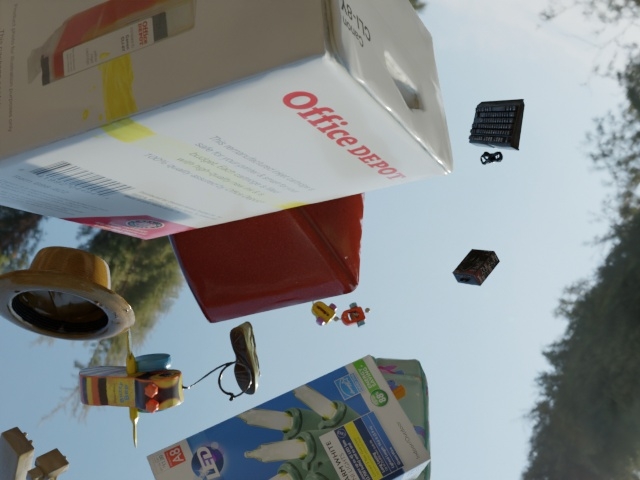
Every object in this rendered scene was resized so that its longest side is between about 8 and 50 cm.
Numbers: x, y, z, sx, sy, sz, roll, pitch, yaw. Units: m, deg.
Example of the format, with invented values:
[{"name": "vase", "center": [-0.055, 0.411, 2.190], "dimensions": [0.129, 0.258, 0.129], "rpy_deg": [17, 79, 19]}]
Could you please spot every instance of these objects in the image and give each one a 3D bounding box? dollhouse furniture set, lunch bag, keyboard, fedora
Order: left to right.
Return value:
[{"name": "dollhouse furniture set", "center": [-0.388, 0.361, 0.994], "dimensions": [0.151, 0.144, 0.123], "rpy_deg": [36, -150, 26]}, {"name": "fedora", "center": [-0.322, 0.062, 0.842], "dimensions": [0.195, 0.194, 0.079], "rpy_deg": [12, -122, -13]}, {"name": "lunch bag", "center": [0.098, 0.337, 1.010], "dimensions": [0.108, 0.224, 0.279], "rpy_deg": [7, -138, 1]}, {"name": "keyboard", "center": [0.284, -0.176, 1.092], "dimensions": [0.023, 0.108, 0.180], "rpy_deg": [4, -170, -8]}]

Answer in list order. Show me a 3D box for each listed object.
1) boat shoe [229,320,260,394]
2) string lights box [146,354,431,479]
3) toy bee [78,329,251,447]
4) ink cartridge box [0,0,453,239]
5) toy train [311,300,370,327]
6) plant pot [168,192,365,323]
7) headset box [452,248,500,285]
[{"name": "boat shoe", "center": [-0.150, 0.245, 1.380], "dimensions": [0.056, 0.152, 0.048], "rpy_deg": [-4, -167, 32]}, {"name": "string lights box", "center": [-0.032, 0.239, 0.699], "dimensions": [0.260, 0.076, 0.133], "rpy_deg": [-21, -119, -20]}, {"name": "toy bee", "center": [-0.299, 0.243, 1.144], "dimensions": [0.195, 0.298, 0.162], "rpy_deg": [66, -171, 3]}, {"name": "ink cartridge box", "center": [-0.105, -0.127, 0.611], "dimensions": [0.279, 0.385, 0.160], "rpy_deg": [22, -119, -62]}, {"name": "toy train", "center": [0.030, 0.138, 1.511], "dimensions": [0.125, 0.046, 0.166], "rpy_deg": [-19, -115, -19]}, {"name": "plant pot", "center": [-0.099, -0.064, 1.046], "dimensions": [0.268, 0.235, 0.267], "rpy_deg": [-14, -138, 20]}, {"name": "headset box", "center": [0.313, 0.057, 1.347], "dimensions": [0.083, 0.032, 0.062], "rpy_deg": [-44, -154, -23]}]
